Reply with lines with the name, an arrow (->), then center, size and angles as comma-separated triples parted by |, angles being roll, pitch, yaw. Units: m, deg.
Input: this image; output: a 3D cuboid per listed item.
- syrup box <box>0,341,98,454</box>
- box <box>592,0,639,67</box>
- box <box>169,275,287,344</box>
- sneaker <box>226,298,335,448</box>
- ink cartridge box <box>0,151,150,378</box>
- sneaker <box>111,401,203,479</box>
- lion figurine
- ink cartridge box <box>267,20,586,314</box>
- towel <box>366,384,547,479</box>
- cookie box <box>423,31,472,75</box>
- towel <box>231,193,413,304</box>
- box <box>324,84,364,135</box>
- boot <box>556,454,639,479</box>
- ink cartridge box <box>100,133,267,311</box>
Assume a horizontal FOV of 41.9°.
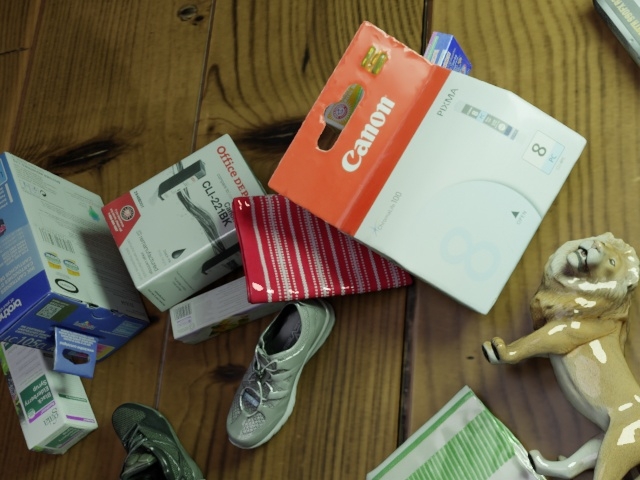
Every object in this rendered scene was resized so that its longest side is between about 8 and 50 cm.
syrup box -> -0.522, 0.279, 1.589 | 0.093, 0.096, 0.237 | -37, 59, 11
box -> 0.555, -0.340, 1.275 | 0.183, 0.056, 0.231 | -33, 61, 14
box -> -0.114, 0.098, 1.462 | 0.323, 0.063, 0.067 | -24, 64, 18
sneaker -> -0.087, 0.207, 1.379 | 0.105, 0.115, 0.281 | 24, 85, 31
ink cartridge box -> -0.487, 0.060, 1.544 | 0.151, 0.270, 0.396 | -38, 60, 13
sneaker -> -0.307, 0.353, 1.436 | 0.087, 0.130, 0.227 | -49, 57, 2
lion figurine -> 0.377, 0.193, 1.141 | 0.240, 0.142, 0.392 | -18, 74, -3
ink cartridge box -> 0.160, -0.115, 1.266 | 0.385, 0.091, 0.308 | 31, 89, -5
towel -> 0.231, 0.407, 1.197 | 0.248, 0.038, 0.325 | -44, 61, 9
cookie box -> 0.207, -0.283, 1.403 | 0.040, 0.107, 0.092 | 18, 82, 31
towel -> 0.000, 0.000, 1.372 | 0.274, 0.031, 0.199 | -6, 64, -10
box -> 0.123, -0.190, 1.409 | 0.203, 0.114, 0.103 | 30, 89, 30
boot -> 0.391, 0.328, 1.142 | 0.087, 0.042, 0.118 | -33, 62, 6
ink cartridge box -> -0.223, -0.033, 1.498 | 0.272, 0.114, 0.197 | -31, 61, -2
